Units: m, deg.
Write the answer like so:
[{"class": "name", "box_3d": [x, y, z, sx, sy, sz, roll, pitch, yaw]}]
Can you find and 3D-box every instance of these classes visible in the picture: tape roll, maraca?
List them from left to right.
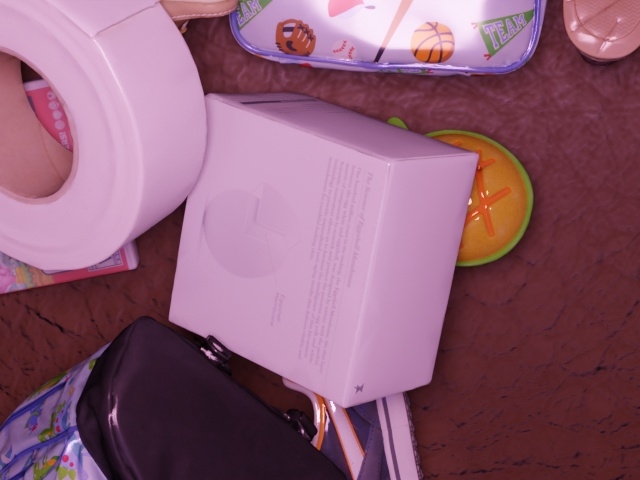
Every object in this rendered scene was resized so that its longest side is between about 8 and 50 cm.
[{"class": "tape roll", "box_3d": [-0.242, -0.119, 1.296, 0.286, 0.100, 0.286, 17, 124, 27]}, {"class": "maraca", "box_3d": [0.111, -0.047, 1.381, 0.185, 0.099, 0.127, 21, 88, 20]}]

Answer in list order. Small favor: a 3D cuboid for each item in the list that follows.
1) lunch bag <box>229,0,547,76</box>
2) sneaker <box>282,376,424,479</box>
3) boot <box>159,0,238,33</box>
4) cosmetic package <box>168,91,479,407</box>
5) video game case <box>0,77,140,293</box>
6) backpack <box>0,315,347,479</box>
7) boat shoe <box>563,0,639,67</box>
[{"class": "lunch bag", "box_3d": [0.068, -0.272, 1.315, 0.303, 0.115, 0.243, 4, 100, 3]}, {"class": "sneaker", "box_3d": [0.046, 0.257, 1.454, 0.127, 0.126, 0.321, -12, 93, 3]}, {"class": "boot", "box_3d": [-0.150, -0.158, 1.331, 0.213, 0.077, 0.165, 0, 109, 35]}, {"class": "cosmetic package", "box_3d": [0.000, 0.000, 1.330, 0.224, 0.138, 0.224, 24, 110, 38]}, {"class": "video game case", "box_3d": [-0.340, -0.044, 1.454, 0.285, 0.025, 0.204, -11, 104, 8]}, {"class": "backpack", "box_3d": [-0.201, 0.253, 1.385, 0.290, 0.273, 0.355, 44, 148, -24]}, {"class": "boat shoe", "box_3d": [0.260, -0.291, 1.294, 0.103, 0.092, 0.285, 7, 83, 1]}]
